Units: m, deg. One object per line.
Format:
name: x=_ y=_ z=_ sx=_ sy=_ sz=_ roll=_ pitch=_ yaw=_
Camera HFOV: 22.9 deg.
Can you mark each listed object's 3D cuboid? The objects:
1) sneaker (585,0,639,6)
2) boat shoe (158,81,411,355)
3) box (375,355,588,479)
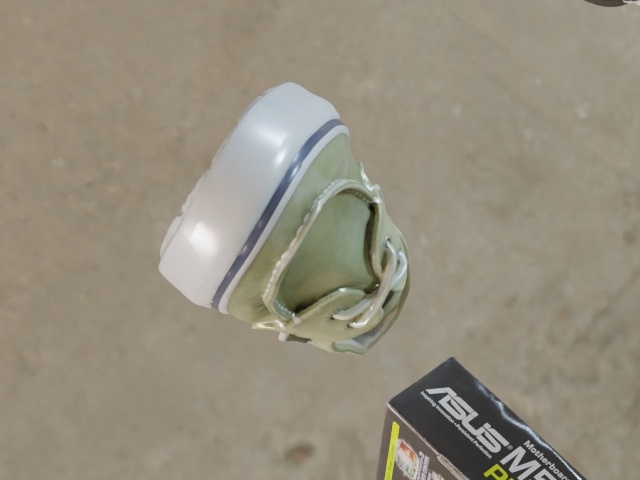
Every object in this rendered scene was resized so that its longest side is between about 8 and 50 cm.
sneaker: x=0.356 y=-0.287 z=1.693 sx=0.178 sy=0.072 sz=0.077 roll=14 pitch=58 yaw=-24
boat shoe: x=0.000 y=0.000 z=0.766 sx=0.094 sy=0.302 sz=0.109 roll=33 pitch=90 yaw=7
box: x=0.121 y=0.232 z=0.999 sx=0.060 sy=0.270 sz=0.216 roll=-31 pitch=57 yaw=-27
